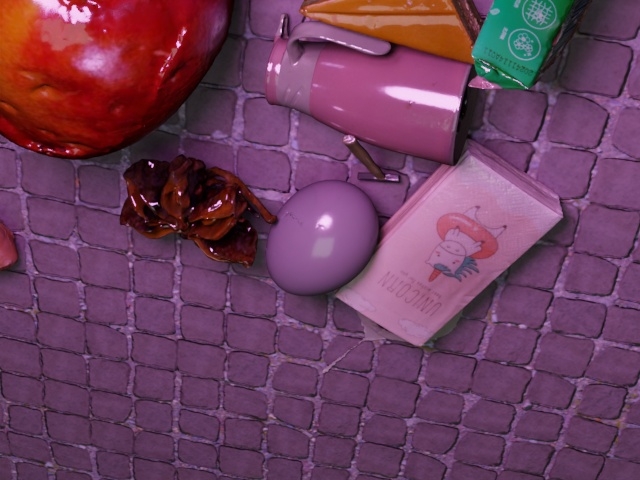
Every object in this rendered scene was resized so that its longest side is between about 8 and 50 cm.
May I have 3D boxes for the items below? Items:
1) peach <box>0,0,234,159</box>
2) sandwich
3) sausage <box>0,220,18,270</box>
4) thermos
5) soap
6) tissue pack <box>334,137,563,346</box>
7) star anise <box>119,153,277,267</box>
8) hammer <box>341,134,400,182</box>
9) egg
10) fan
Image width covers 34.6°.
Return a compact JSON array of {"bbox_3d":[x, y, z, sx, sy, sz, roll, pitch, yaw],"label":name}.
[{"bbox_3d":[-0.294,-0.280,1.246,0.339,0.353,0.416,38,167,-10],"label":"peach"},{"bbox_3d":[0.091,-0.268,1.255,0.187,0.117,0.144,-14,120,21],"label":"sandwich"},{"bbox_3d":[-0.578,-0.067,1.584,0.078,0.078,0.304,-25,119,28],"label":"sausage"},{"bbox_3d":[0.060,-0.200,1.300,0.265,0.146,0.176,15,152,11],"label":"thermos"},{"bbox_3d":[0.271,-0.310,1.136,0.098,0.218,0.273,29,134,10],"label":"soap"},{"bbox_3d":[0.176,0.012,1.481,0.170,0.071,0.325,32,125,-16],"label":"tissue pack"},{"bbox_3d":[-0.181,-0.047,1.485,0.220,0.125,0.190,27,139,-7],"label":"star anise"},{"bbox_3d":[0.058,-0.107,1.374,0.062,0.013,0.199,5,170,17],"label":"hammer"},{"bbox_3d":[0.000,0.000,1.464,0.146,0.146,0.198,33,122,-14],"label":"egg"},{"bbox_3d":[0.095,0.136,1.638,0.182,0.010,0.310,34,126,-15],"label":"fan"}]
